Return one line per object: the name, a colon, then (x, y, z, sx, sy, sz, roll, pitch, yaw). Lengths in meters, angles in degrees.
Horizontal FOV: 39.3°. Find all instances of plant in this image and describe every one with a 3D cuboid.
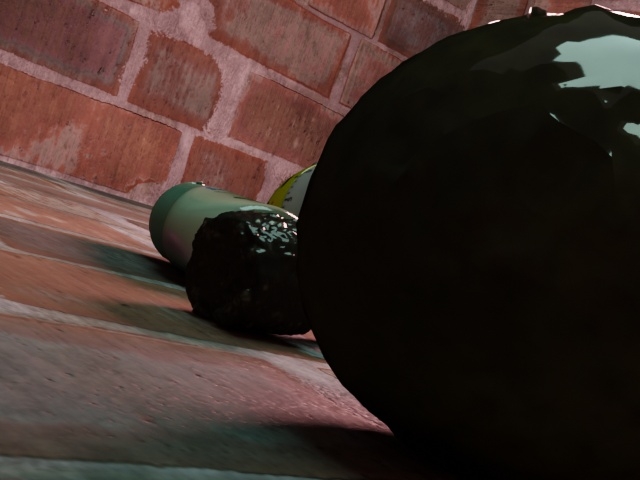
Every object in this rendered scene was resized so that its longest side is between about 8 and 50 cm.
plant: (-0.024, 0.046, 1.088, 0.275, 0.146, 0.149, 16, 15, -46)

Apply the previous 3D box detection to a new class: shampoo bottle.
shampoo bottle: (-0.159, -0.005, 1.406, 0.222, 0.151, 0.350, 16, 2, -31)

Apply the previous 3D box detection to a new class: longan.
longan: (0.177, 0.004, 0.703, 0.391, 0.391, 0.391, 19, 1, 0)

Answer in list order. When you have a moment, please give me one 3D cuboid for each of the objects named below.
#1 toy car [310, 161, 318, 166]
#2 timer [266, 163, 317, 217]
toy car: (0.113, -0.025, 1.786, 0.336, 0.226, 0.242, 55, 5, 10)
timer: (0.000, 0.000, 1.580, 0.285, 0.285, 0.285, 19, 1, 0)
